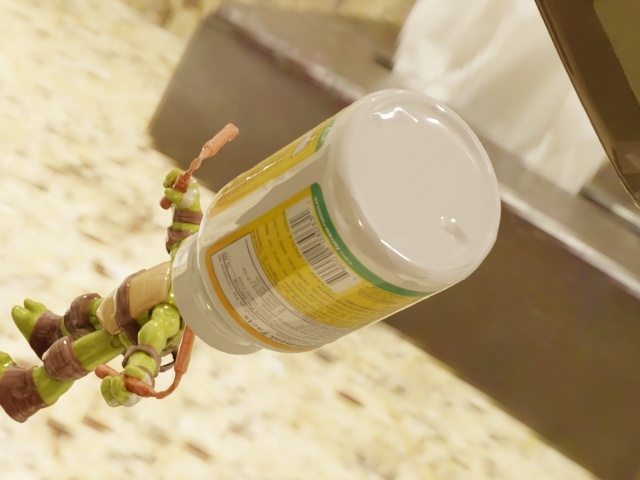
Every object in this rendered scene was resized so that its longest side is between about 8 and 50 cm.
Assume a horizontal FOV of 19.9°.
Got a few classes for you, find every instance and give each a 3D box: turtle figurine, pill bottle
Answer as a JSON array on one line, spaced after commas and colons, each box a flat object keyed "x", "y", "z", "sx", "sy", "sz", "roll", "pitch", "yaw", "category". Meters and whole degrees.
[{"x": -0.132, "y": 0.044, "z": 1.319, "sx": 0.087, "sy": 0.217, "sz": 0.269, "roll": 45, "pitch": 35, "yaw": -32, "category": "turtle figurine"}, {"x": 0.000, "y": 0.000, "z": 1.072, "sx": 0.117, "sy": 0.208, "sz": 0.118, "roll": 14, "pitch": 64, "yaw": -31, "category": "pill bottle"}]

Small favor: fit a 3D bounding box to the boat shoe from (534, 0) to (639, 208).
[{"x": 0.066, "y": -0.138, "z": 0.360, "sx": 0.307, "sy": 0.104, "sz": 0.111, "roll": 55, "pitch": 28, "yaw": -41, "category": "boat shoe"}]
